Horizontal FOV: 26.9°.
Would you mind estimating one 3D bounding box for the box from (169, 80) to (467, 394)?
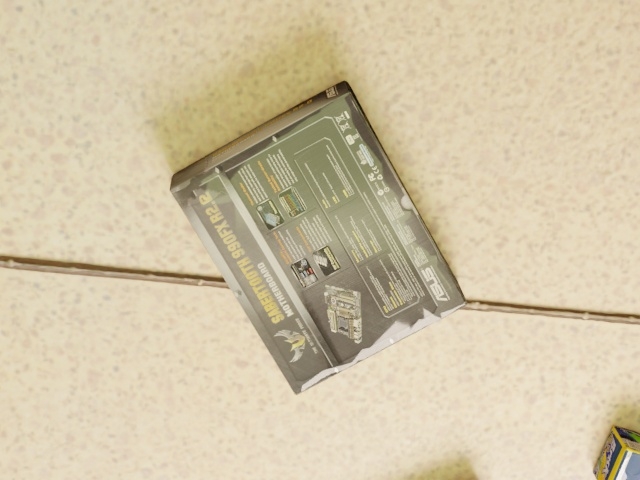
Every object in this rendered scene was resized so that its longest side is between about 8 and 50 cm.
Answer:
[{"bbox_3d":[0.000,0.000,1.209,0.183,0.056,0.231,-29,106,7],"label":"box"}]

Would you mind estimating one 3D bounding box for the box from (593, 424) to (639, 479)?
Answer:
[{"bbox_3d":[0.357,0.236,1.299,0.169,0.054,0.059,17,105,-7],"label":"box"}]
